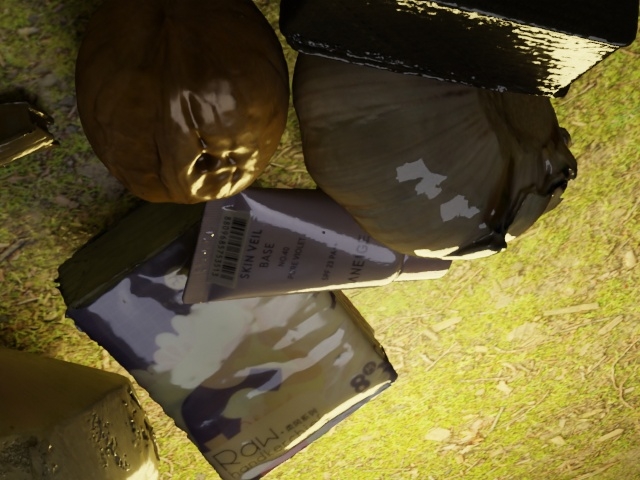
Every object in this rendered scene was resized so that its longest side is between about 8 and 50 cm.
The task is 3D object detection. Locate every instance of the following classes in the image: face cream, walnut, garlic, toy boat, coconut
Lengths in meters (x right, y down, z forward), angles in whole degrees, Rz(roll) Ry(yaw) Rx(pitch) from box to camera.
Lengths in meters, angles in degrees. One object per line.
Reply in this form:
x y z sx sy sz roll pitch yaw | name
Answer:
0.000 0.000 1.497 0.274 0.096 0.154 -3 134 -23 | face cream
-0.126 -0.137 1.335 0.195 0.195 0.221 -17 151 -11 | walnut
0.100 -0.133 1.387 0.241 0.322 0.322 -24 148 16 | garlic
-0.351 -0.081 1.392 0.206 0.064 0.072 -15 161 -14 | toy boat
-0.356 0.278 1.699 0.353 0.352 0.352 -16 147 -11 | coconut

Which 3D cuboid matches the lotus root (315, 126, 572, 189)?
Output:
0.151 -0.072 1.653 0.303 0.130 0.146 -13 145 -16 | lotus root

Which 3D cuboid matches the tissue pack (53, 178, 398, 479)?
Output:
-0.096 0.097 1.630 0.242 0.125 0.343 -35 123 3 | tissue pack

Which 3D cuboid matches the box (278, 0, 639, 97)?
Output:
0.118 -0.239 1.212 0.273 0.184 0.143 10 165 -16 | box
